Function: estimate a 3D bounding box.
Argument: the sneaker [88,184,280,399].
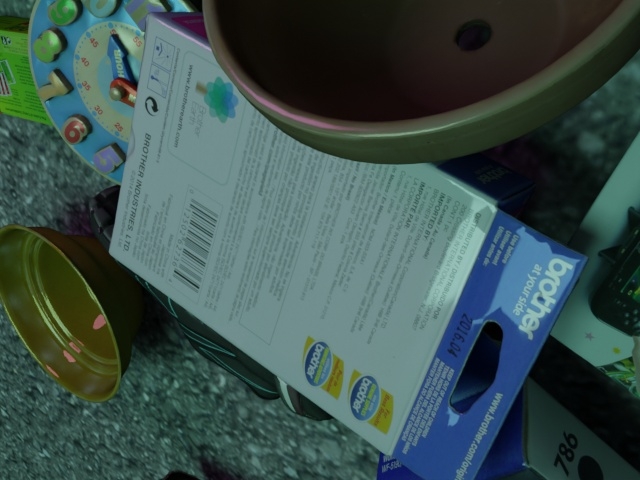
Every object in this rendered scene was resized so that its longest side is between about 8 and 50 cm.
[{"bbox_3d":[-0.120,0.049,0.754,0.267,0.101,0.106,38,138,19],"label":"sneaker"}]

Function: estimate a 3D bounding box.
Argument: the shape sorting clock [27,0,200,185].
[{"bbox_3d":[-0.163,-0.130,0.687,0.206,0.040,0.206,11,121,18],"label":"shape sorting clock"}]

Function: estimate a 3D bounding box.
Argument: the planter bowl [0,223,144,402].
[{"bbox_3d":[-0.260,0.064,0.899,0.217,0.090,0.217,22,128,32],"label":"planter bowl"}]

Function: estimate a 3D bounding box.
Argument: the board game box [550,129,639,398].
[{"bbox_3d":[0.283,0.032,0.374,0.303,0.097,0.224,37,135,19],"label":"board game box"}]

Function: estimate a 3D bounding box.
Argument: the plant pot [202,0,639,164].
[{"bbox_3d":[0.067,-0.132,0.420,0.237,0.237,0.110,21,168,32],"label":"plant pot"}]

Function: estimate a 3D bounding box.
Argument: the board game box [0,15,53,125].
[{"bbox_3d":[-0.269,-0.164,0.798,0.181,0.043,0.092,17,126,35],"label":"board game box"}]

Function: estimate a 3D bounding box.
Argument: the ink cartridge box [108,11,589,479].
[{"bbox_3d":[0.000,0.000,0.512,0.311,0.065,0.186,33,122,26],"label":"ink cartridge box"}]

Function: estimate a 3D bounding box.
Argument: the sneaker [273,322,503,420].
[{"bbox_3d":[0.062,0.059,0.591,0.162,0.106,0.281,28,131,23],"label":"sneaker"}]

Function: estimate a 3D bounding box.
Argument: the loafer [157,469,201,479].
[{"bbox_3d":[-0.082,0.323,0.915,0.251,0.094,0.087,26,106,17],"label":"loafer"}]

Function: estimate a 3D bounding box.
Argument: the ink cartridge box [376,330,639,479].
[{"bbox_3d":[0.163,0.208,0.560,0.332,0.065,0.165,41,139,-6],"label":"ink cartridge box"}]
